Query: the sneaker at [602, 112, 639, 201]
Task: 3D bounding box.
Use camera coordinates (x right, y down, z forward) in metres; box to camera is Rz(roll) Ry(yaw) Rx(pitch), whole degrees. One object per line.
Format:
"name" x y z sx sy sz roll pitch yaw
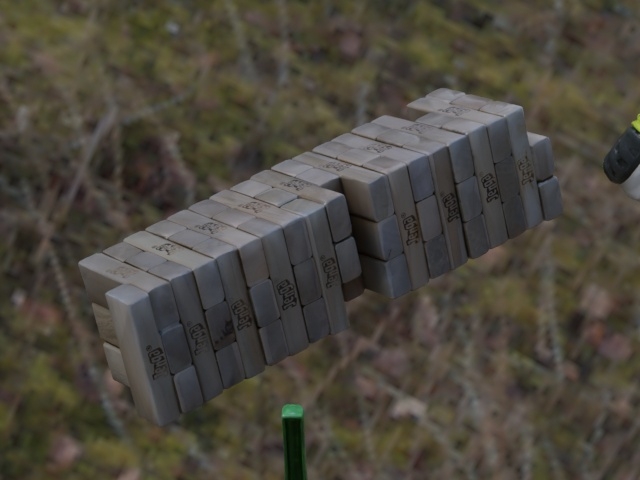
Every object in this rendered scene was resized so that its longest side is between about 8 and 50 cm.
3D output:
"sneaker" 0.332 -0.072 1.250 0.385 0.145 0.147 -29 70 -41

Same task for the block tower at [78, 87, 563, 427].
"block tower" 0.000 0.000 1.296 0.335 0.091 0.097 -27 26 -29

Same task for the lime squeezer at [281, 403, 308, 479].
"lime squeezer" -0.021 0.238 1.308 0.059 0.310 0.110 7 17 18
